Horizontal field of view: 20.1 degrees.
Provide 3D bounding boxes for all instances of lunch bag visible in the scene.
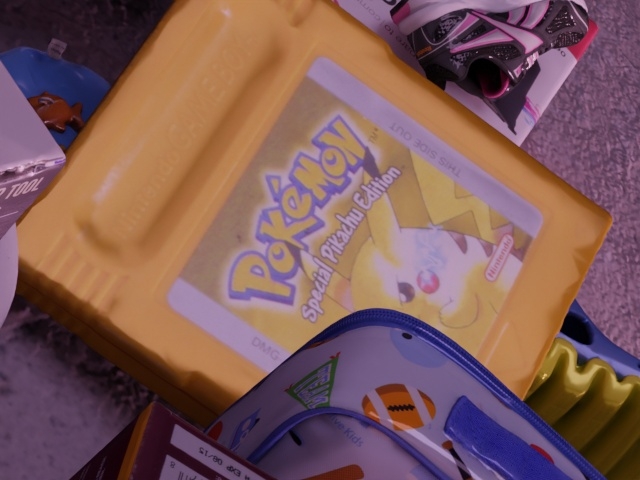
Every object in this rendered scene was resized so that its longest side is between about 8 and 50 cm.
[{"bbox_3d":[0.071,0.189,0.988,0.303,0.243,0.115,40,38,-9],"label":"lunch bag"}]

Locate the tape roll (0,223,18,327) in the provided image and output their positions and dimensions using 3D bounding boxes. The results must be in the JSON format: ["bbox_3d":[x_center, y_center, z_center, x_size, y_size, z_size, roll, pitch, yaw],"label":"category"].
[{"bbox_3d":[-0.289,0.013,0.852,0.246,0.169,0.246,27,41,-26],"label":"tape roll"}]

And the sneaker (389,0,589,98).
[{"bbox_3d":[0.124,-0.136,1.274,0.178,0.072,0.077,-8,76,-39],"label":"sneaker"}]

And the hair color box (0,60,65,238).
[{"bbox_3d":[-0.281,-0.121,0.752,0.185,0.110,0.339,-20,69,-52],"label":"hair color box"}]

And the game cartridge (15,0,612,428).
[{"bbox_3d":[0.000,0.000,1.125,0.323,0.052,0.285,36,60,-10],"label":"game cartridge"}]

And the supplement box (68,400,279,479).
[{"bbox_3d":[-0.099,0.175,0.877,0.104,0.188,0.081,35,38,-17],"label":"supplement box"}]

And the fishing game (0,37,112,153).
[{"bbox_3d":[-0.153,-0.051,1.150,0.264,0.041,0.189,2,59,-44],"label":"fishing game"}]

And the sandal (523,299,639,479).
[{"bbox_3d":[0.178,0.090,1.288,0.317,0.126,0.138,36,35,-18],"label":"sandal"}]

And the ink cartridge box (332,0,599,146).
[{"bbox_3d":[0.058,-0.143,1.365,0.226,0.131,0.306,44,36,-5],"label":"ink cartridge box"}]
